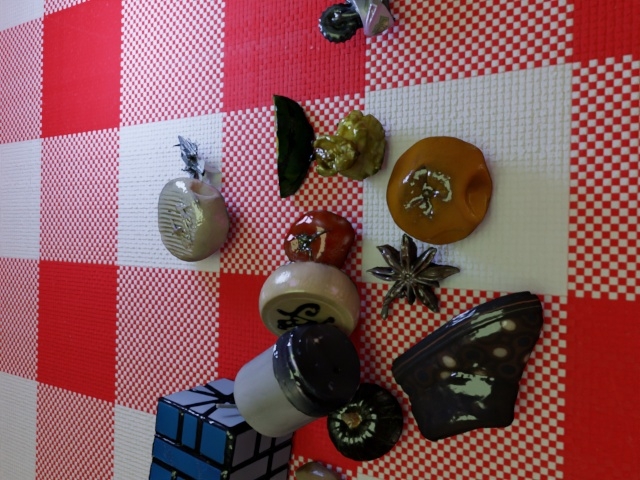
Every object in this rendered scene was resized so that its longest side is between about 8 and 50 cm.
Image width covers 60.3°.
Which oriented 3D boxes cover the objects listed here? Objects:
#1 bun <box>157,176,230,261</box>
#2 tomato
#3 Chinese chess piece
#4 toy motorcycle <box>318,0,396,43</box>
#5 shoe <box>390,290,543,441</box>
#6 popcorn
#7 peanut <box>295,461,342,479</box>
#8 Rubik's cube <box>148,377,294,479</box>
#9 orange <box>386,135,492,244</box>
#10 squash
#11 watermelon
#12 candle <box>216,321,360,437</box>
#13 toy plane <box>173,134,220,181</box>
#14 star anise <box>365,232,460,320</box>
[{"bbox_3d":[-0.381,-0.063,1.669,0.273,0.168,0.272,10,105,41],"label":"bun"},{"bbox_3d":[0.000,0.000,1.426,0.187,0.151,0.186,7,102,39],"label":"tomato"},{"bbox_3d":[-0.027,0.164,1.389,0.257,0.257,0.104,-25,37,30],"label":"Chinese chess piece"},{"bbox_3d":[0.125,-0.634,1.368,0.188,0.143,0.326,20,85,23],"label":"toy motorcycle"},{"bbox_3d":[0.343,0.286,1.188,0.384,0.171,0.237,-41,62,27],"label":"shoe"},{"bbox_3d":[0.077,-0.232,1.351,0.174,0.195,0.168,31,114,34],"label":"popcorn"},{"bbox_3d":[-0.004,0.640,1.469,0.152,0.076,0.076,13,97,36],"label":"peanut"},{"bbox_3d":[-0.265,0.569,1.515,0.289,0.294,0.283,10,97,31],"label":"Rubik's cube"},{"bbox_3d":[0.255,-0.114,1.243,0.249,0.183,0.248,0,90,31],"label":"orange"},{"bbox_3d":[0.108,0.446,1.355,0.193,0.156,0.193,-2,74,8],"label":"squash"},{"bbox_3d":[-0.095,-0.275,1.528,0.129,0.123,0.300,-14,79,54],"label":"watermelon"},{"bbox_3d":[-0.076,0.353,1.356,0.342,0.221,0.221,-40,69,37],"label":"candle"},{"bbox_3d":[-0.415,-0.265,1.741,0.234,0.082,0.160,41,137,26],"label":"toy plane"},{"bbox_3d":[0.210,0.090,1.326,0.231,0.089,0.209,-32,88,34],"label":"star anise"}]
